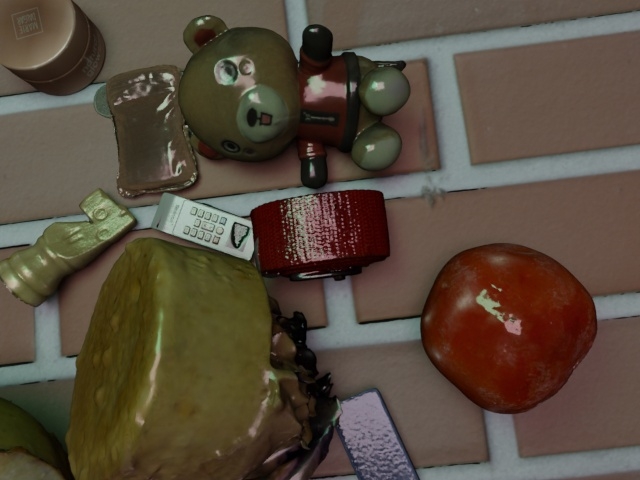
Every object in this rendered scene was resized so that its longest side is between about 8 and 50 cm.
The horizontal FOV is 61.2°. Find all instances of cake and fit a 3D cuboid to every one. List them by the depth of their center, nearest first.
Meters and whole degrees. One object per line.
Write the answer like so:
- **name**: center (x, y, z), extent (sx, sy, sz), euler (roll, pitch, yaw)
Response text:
- **cake**: center (-0.132, 0.180, 0.725), extent (0.321, 0.332, 0.331), euler (20, 83, -32)

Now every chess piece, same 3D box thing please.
- **chess piece**: center (-0.387, 0.007, 0.840), extent (0.200, 0.090, 0.090), euler (-41, 83, -13)

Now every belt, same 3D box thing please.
- **belt**: center (0.000, 0.000, 0.788), extent (0.201, 0.128, 0.124), euler (-7, 82, 1)

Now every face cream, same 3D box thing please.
- **face cream**: center (-0.436, -0.319, 0.861), extent (0.149, 0.104, 0.149), euler (0, 83, 3)

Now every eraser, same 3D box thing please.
- **eraser**: center (0.092, 0.330, 0.789), extent (0.082, 0.036, 0.224), euler (-25, 83, 0)

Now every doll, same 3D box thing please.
- **doll**: center (-0.039, -0.209, 0.794), extent (0.330, 0.234, 0.174), euler (4, 40, -4)

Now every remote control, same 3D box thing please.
- **remote control**: center (-0.178, -0.023, 0.850), extent (0.166, 0.029, 0.065), euler (19, 83, 0)

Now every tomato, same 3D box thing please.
- **tomato**: center (0.249, 0.110, 0.732), extent (0.232, 0.188, 0.231), euler (0, 81, 2)

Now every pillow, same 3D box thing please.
- **pillow**: center (-0.273, -0.178, 0.869), extent (0.136, 0.034, 0.210), euler (-8, 85, 7)

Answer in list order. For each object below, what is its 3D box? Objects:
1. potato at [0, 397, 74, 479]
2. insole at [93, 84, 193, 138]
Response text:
- **potato**: center (-0.534, 0.394, 0.688), extent (0.320, 0.385, 0.441), euler (24, 76, 41)
- **insole**: center (-0.263, -0.215, 0.890), extent (0.232, 0.003, 0.080), euler (14, 84, 5)
